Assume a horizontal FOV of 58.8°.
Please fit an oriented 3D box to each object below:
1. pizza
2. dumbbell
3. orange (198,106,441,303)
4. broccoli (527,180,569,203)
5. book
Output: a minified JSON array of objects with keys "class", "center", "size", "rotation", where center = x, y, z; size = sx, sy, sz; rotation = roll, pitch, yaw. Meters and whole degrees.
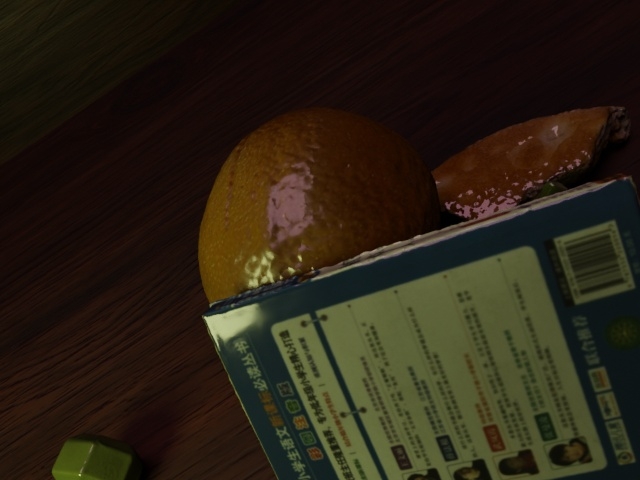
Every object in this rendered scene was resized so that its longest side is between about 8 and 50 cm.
[{"class":"pizza","center":[0.281,-0.099,0.843],"size":[0.365,0.074,0.182],"rotation":[-26,40,10]},{"class":"dumbbell","center":[-0.342,0.413,0.744],"size":[0.108,0.121,0.302],"rotation":[13,53,7]},{"class":"orange","center":[0.000,0.000,0.755],"size":[0.322,0.322,0.357],"rotation":[-14,45,23]},{"class":"broccoli","center":[0.231,0.016,0.683],"size":[0.204,0.122,0.118],"rotation":[-63,-5,29]},{"class":"book","center":[0.122,0.142,0.568],"size":[0.428,0.300,0.039],"rotation":[-18,11,17]}]
